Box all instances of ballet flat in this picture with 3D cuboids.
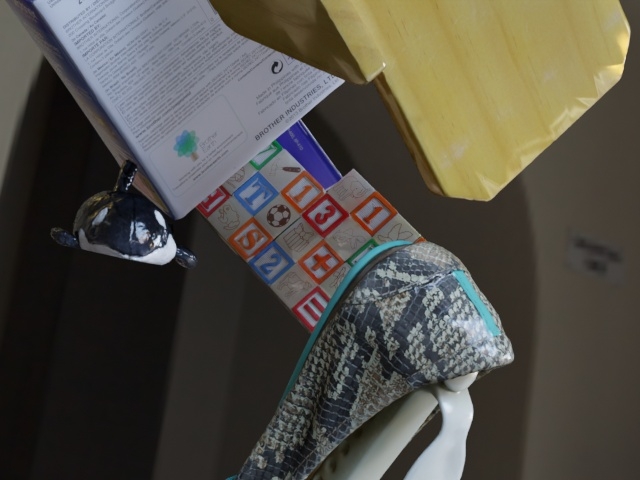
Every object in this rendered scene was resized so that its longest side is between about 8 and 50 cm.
[{"bbox_3d":[0.000,0.216,1.418,0.164,0.182,0.482,-5,-41,-48],"label":"ballet flat"}]

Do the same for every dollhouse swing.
[{"bbox_3d":[0.099,-0.261,1.750,0.315,0.347,0.305,27,-29,41],"label":"dollhouse swing"}]

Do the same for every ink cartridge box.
[{"bbox_3d":[-0.175,-0.262,1.844,0.151,0.270,0.395,35,-18,47],"label":"ink cartridge box"},{"bbox_3d":[-0.054,-0.152,2.152,0.206,0.045,0.208,54,-3,-11],"label":"ink cartridge box"}]

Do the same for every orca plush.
[{"bbox_3d":[-0.191,-0.031,1.789,0.151,0.102,0.287,11,-1,8],"label":"orca plush"}]

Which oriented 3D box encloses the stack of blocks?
[{"bbox_3d":[0.000,0.000,2.021,0.297,0.171,0.087,45,-6,27],"label":"stack of blocks"}]
